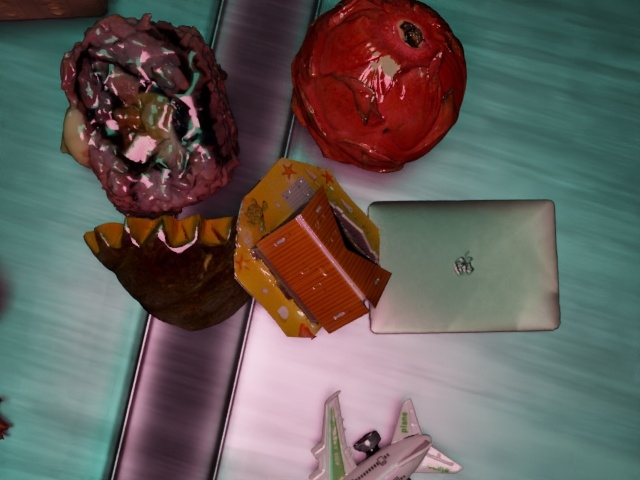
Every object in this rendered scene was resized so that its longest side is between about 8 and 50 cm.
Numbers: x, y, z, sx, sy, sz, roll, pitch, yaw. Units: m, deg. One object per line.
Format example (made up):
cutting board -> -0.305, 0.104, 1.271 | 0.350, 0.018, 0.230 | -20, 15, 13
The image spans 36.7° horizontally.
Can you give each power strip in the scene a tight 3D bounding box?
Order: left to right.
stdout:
power strip -> -0.418, -0.347, 1.324 | 0.256, 0.105, 0.070 | -5, 86, -2

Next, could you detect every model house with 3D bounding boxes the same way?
model house -> 0.000, 0.000, 1.240 | 0.207, 0.136, 0.219 | -41, 102, -20

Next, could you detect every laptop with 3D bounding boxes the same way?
laptop -> 0.200, 0.036, 1.352 | 0.269, 0.015, 0.188 | -1, 84, -2

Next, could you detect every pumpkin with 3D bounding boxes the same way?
pumpkin -> -0.191, 0.046, 1.284 | 0.253, 0.130, 0.149 | -3, 85, -3

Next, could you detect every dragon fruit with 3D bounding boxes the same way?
dragon fruit -> 0.073, -0.206, 1.259 | 0.240, 0.252, 0.241 | 14, 40, -12

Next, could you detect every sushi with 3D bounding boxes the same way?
sushi -> -0.232, -0.157, 1.281 | 0.236, 0.171, 0.270 | -11, 90, -3

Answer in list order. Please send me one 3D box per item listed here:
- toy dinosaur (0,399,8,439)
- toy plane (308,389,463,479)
toy dinosaur -> -0.478, 0.210, 1.300 | 0.154, 0.049, 0.055 | 44, 88, -3
toy plane -> 0.054, 0.332, 1.280 | 0.255, 0.101, 0.251 | -37, 87, -1
